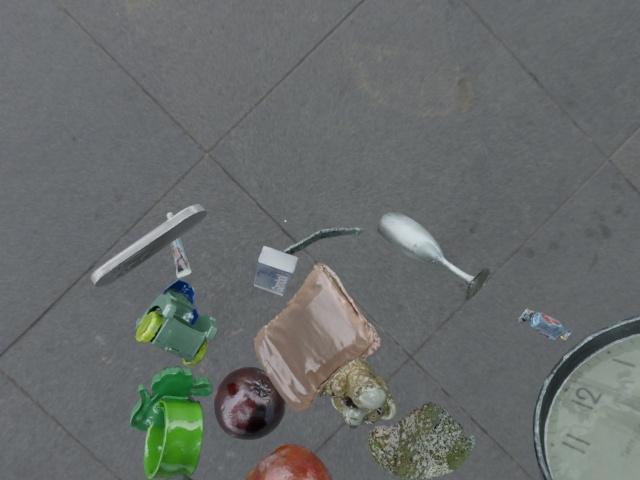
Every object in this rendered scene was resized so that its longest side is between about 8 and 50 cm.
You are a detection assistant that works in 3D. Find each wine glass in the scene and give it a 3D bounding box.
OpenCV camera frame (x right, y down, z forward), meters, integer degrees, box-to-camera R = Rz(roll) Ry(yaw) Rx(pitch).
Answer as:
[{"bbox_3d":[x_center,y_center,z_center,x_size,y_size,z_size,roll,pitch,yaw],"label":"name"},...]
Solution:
[{"bbox_3d":[0.182,0.017,0.905,0.198,0.066,0.066,39,89,33],"label":"wine glass"}]

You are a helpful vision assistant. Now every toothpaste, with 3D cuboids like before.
[{"bbox_3d":[-0.464,0.013,1.770,0.062,0.037,0.216,-18,82,26],"label":"toothpaste"}]

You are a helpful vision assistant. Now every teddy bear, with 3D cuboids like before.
[{"bbox_3d":[0.077,0.373,1.351,0.267,0.156,0.256,4,135,31],"label":"teddy bear"}]

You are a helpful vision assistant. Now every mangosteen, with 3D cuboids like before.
[{"bbox_3d":[-0.243,0.547,1.766,0.236,0.235,0.261,33,122,-4],"label":"mangosteen"}]

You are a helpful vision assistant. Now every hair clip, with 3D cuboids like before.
[{"bbox_3d":[-0.001,-0.002,1.410,0.229,0.066,0.036,-18,70,-8],"label":"hair clip"}]

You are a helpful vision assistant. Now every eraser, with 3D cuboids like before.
[{"bbox_3d":[-0.118,0.084,1.396,0.092,0.212,0.046,19,66,-2],"label":"eraser"}]

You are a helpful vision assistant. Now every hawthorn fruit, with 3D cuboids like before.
[{"bbox_3d":[-0.093,0.716,1.528,0.285,0.284,0.284,0,92,-4],"label":"hawthorn fruit"}]

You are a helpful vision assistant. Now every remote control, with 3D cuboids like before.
[{"bbox_3d":[-0.321,0.009,1.025,0.245,0.077,0.022,-35,83,-6],"label":"remote control"}]

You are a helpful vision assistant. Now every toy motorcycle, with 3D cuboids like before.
[{"bbox_3d":[-0.447,0.227,1.656,0.191,0.326,0.199,35,84,-29],"label":"toy motorcycle"}]

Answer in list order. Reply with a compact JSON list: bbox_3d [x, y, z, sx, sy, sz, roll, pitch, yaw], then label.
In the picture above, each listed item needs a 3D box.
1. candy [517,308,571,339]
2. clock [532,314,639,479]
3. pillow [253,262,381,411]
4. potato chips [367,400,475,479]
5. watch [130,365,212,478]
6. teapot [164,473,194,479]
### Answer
[{"bbox_3d":[0.304,0.116,0.741,0.083,0.020,0.030,27,115,-18],"label":"candy"},{"bbox_3d":[0.250,0.133,0.353,0.215,0.215,0.041,-30,121,-2],"label":"clock"},{"bbox_3d":[-0.016,0.134,0.727,0.135,0.034,0.211,53,128,17],"label":"pillow"},{"bbox_3d":[0.176,0.354,0.965,0.026,0.209,0.142,29,69,-43],"label":"potato chips"},{"bbox_3d":[-0.262,0.327,0.954,0.131,0.152,0.165,17,112,-27],"label":"watch"},{"bbox_3d":[-0.156,0.513,0.710,0.306,0.376,0.361,-36,90,9],"label":"teapot"}]
